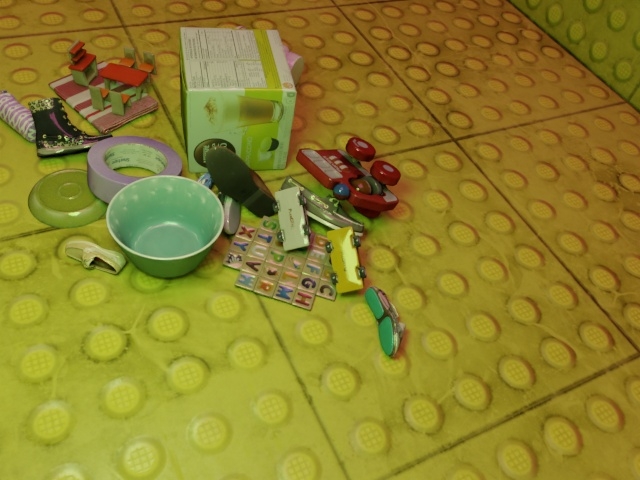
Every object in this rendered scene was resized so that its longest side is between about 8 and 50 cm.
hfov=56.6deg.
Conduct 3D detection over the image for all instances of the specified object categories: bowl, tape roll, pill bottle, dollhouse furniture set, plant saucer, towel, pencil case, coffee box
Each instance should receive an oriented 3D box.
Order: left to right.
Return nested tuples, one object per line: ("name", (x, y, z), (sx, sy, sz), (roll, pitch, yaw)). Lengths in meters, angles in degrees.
("pencil case", (-0.971, -0.399, 1.926), (0.206, 0.086, 0.088), (39, 29, 18))
("plant saucer", (-0.749, -0.139, 1.779), (0.240, 0.037, 0.241), (6, 49, -7))
("towel", (-0.764, -0.507, 2.095), (0.329, 0.037, 0.237), (39, 55, 22))
("dollhouse furniture set", (-0.729, -0.586, 2.053), (0.258, 0.135, 0.262), (16, 50, 5))
("tape roll", (-0.565, -0.212, 1.812), (0.274, 0.090, 0.275), (12, 38, -9))
("bowl", (-0.429, -0.020, 1.663), (0.311, 0.163, 0.312), (6, 50, -8))
("coffee box", (-0.288, -0.460, 1.957), (0.333, 0.338, 0.338), (-4, 52, -15))
("pill bottle", (-0.217, -0.701, 2.299), (0.282, 0.160, 0.160), (27, 50, 11))

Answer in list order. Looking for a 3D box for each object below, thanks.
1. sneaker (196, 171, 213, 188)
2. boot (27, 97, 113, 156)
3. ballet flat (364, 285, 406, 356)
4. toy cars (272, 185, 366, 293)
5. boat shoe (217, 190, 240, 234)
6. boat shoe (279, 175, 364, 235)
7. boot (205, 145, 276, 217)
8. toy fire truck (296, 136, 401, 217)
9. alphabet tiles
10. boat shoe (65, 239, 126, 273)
("sneaker", (-0.369, -0.164, 1.876), (0.059, 0.053, 0.144), (34, 60, 18))
("boot", (-0.788, -0.365, 1.875), (0.236, 0.085, 0.179), (-14, 95, -19))
("ballet flat", (0.191, 0.222, 1.662), (0.079, 0.077, 0.222), (8, 45, -32))
("toy cars", (0.000, 0.000, 1.768), (0.393, 0.087, 0.177), (38, 91, 18))
("boat shoe", (-0.297, -0.114, 1.837), (0.076, 0.080, 0.229), (-12, 59, 14))
("boat shoe", (0.007, -0.105, 1.859), (0.304, 0.091, 0.109), (26, 7, 11))
("boot", (-0.248, -0.193, 1.803), (0.112, 0.305, 0.115), (-32, 46, 12))
("toy fire truck", (0.092, -0.191, 1.878), (0.253, 0.169, 0.302), (-12, 50, -45))
("alphabet tiles", (-0.102, 0.060, 1.762), (0.342, 0.011, 0.285), (18, 48, 1))
("boat shoe", (-0.623, 0.048, 1.628), (0.169, 0.063, 0.059), (14, 42, -2))
